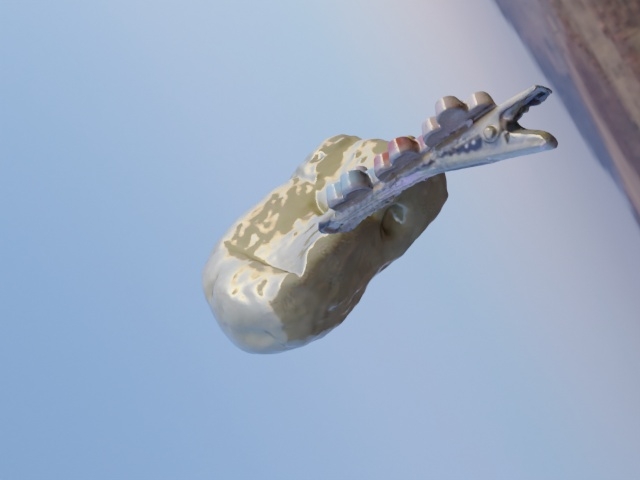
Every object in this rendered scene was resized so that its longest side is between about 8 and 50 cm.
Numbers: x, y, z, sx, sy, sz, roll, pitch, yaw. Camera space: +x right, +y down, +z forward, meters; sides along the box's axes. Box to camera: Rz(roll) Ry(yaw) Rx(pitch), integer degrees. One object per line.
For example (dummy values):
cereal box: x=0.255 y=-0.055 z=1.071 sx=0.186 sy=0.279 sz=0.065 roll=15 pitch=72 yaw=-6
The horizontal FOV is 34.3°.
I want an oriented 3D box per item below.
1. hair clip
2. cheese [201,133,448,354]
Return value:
hair clip: x=0.074 y=-0.060 z=0.741 sx=0.062 sy=0.213 sz=0.056 roll=7 pitch=-111 yaw=-45
cheese: x=0.001 y=0.002 z=0.985 sx=0.159 sy=0.263 sz=0.093 roll=12 pitch=137 yaw=49
